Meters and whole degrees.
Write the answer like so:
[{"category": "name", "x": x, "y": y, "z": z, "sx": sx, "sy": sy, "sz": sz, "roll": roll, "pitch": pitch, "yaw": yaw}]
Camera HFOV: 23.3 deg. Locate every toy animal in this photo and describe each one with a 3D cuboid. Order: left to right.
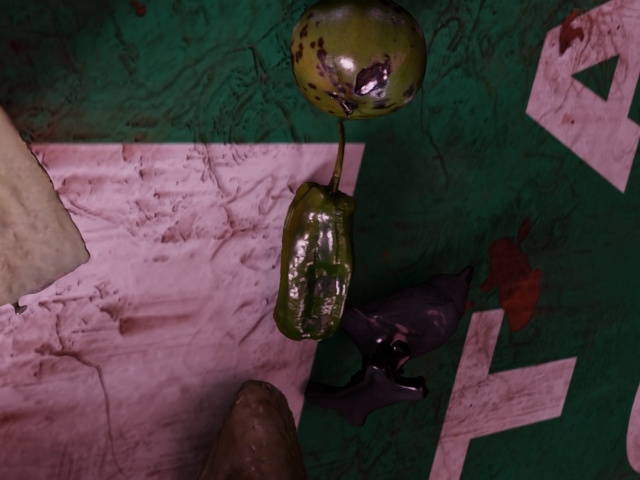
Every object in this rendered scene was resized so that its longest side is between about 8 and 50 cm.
[{"category": "toy animal", "x": 0.070, "y": 0.081, "z": 1.561, "sx": 0.117, "sy": 0.121, "sz": 0.210, "roll": 44, "pitch": 47, "yaw": -7}]

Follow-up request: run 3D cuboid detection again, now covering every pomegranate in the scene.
[{"category": "pomegranate", "x": 0.033, "y": -0.177, "z": 1.335, "sx": 0.122, "sy": 0.122, "sz": 0.161, "roll": 24, "pitch": 62, "yaw": -53}]

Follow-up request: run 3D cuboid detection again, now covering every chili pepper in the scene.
[{"category": "chili pepper", "x": -0.003, "y": 0.000, "z": 1.420, "sx": 0.072, "sy": 0.073, "sz": 0.204, "roll": -6, "pitch": 113, "yaw": -34}]

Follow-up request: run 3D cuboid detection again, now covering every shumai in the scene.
[{"category": "shumai", "x": -0.070, "y": 0.235, "z": 1.435, "sx": 0.120, "sy": 0.201, "sz": 0.201, "roll": -17, "pitch": 134, "yaw": 5}]

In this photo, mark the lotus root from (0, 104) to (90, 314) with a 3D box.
[{"category": "lotus root", "x": -0.326, "y": -0.038, "z": 0.950, "sx": 0.267, "sy": 0.149, "sz": 0.260, "roll": -33, "pitch": 131, "yaw": -11}]
